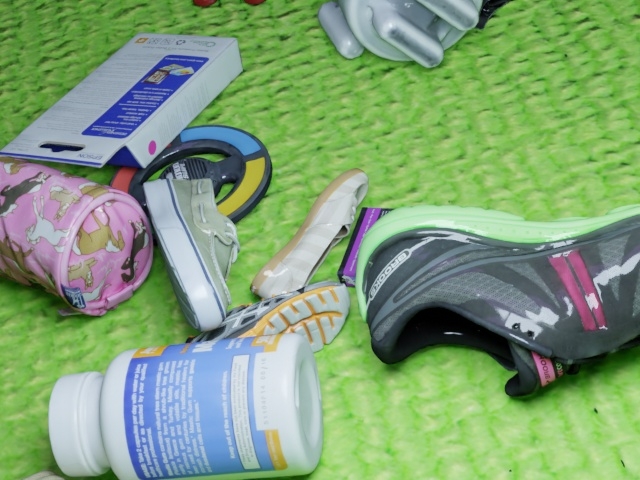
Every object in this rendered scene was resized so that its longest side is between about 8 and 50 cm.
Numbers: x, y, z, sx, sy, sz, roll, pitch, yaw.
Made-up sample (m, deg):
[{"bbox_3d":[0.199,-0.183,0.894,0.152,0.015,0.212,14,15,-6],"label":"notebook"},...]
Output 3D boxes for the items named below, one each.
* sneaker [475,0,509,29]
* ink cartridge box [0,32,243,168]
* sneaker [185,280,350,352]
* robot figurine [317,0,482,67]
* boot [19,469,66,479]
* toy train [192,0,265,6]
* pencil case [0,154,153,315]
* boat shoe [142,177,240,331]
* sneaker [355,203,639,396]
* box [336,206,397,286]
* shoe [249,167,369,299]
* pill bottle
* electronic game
[{"bbox_3d":[0.263,-0.381,2.022,0.170,0.051,0.089,-39,46,-17],"label":"sneaker"},{"bbox_3d":[-0.271,-0.184,1.923,0.176,0.069,0.371,7,35,26],"label":"ink cartridge box"},{"bbox_3d":[-0.066,0.100,1.590,0.215,0.084,0.083,-26,37,-10],"label":"sneaker"},{"bbox_3d":[0.109,-0.394,1.970,0.300,0.200,0.353,-42,38,20],"label":"robot figurine"},{"bbox_3d":[-0.292,0.352,1.380,0.203,0.095,0.262,18,51,32],"label":"boot"},{"bbox_3d":[-0.090,-0.447,2.178,0.248,0.105,0.143,1,32,19],"label":"toy train"},{"bbox_3d":[-0.400,-0.021,1.762,0.386,0.160,0.167,17,79,32],"label":"pencil case"},{"bbox_3d":[-0.145,-0.001,1.638,0.094,0.109,0.302,-17,34,-8],"label":"boat shoe"},{"bbox_3d":[0.273,0.075,1.470,0.483,0.185,0.202,-1,64,20],"label":"sneaker"},{"bbox_3d":[0.113,0.011,1.664,0.162,0.029,0.116,3,46,22],"label":"box"},{"bbox_3d":[0.000,0.000,1.689,0.058,0.076,0.219,33,65,14],"label":"shoe"},{"bbox_3d":[-0.143,0.185,1.468,0.272,0.152,0.152,-6,43,11],"label":"pill bottle"},{"bbox_3d":[-0.176,-0.077,1.838,0.229,0.048,0.229,-9,43,9],"label":"electronic game"}]
